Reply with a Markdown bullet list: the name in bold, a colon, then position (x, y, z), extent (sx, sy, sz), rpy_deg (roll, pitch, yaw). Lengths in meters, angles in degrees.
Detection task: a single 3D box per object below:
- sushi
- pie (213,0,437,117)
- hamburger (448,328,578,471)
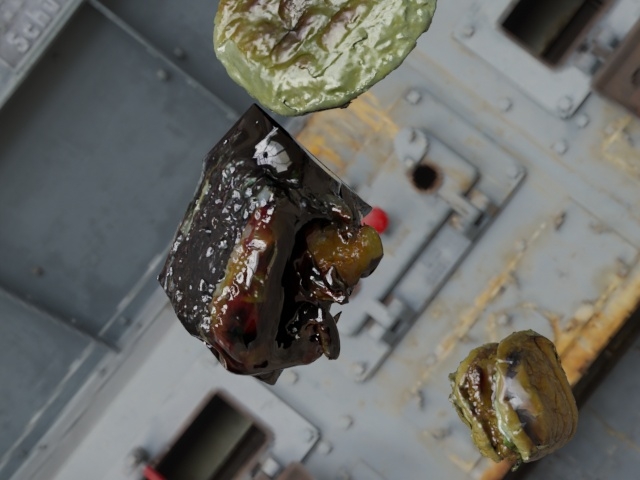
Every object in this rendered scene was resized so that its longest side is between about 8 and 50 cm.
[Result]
- **sushi**: position (-0.049, 0.026, 1.102), extent (0.227, 0.215, 0.212), rpy_deg (-47, 31, 5)
- **pie**: position (-0.001, -0.286, 1.270), extent (0.306, 0.306, 0.071), rpy_deg (-52, -35, -2)
- **hamburger**: position (0.295, 0.225, 1.463), extent (0.206, 0.183, 0.130), rpy_deg (-16, -7, -43)
